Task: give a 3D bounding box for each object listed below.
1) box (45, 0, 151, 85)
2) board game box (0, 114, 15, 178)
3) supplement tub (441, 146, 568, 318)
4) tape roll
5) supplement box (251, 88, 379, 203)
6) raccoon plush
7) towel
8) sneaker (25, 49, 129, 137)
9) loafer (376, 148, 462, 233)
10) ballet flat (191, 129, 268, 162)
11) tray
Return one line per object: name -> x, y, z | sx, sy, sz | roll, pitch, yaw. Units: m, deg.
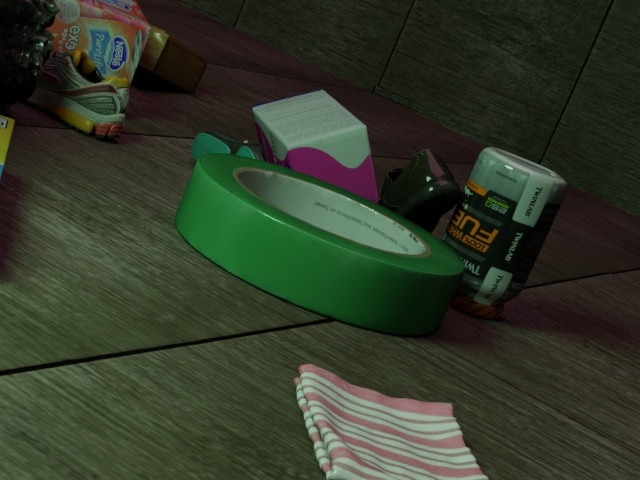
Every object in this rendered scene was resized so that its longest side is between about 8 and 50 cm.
box -> -0.355, -0.301, 1.970 | 0.154, 0.142, 0.300 | 18, 13, -19
board game box -> -0.398, -0.084, 1.156 | 0.242, 0.064, 0.316 | 19, 13, -15
supplement tub -> 0.213, -0.008, 1.614 | 0.117, 0.190, 0.117 | 21, 11, -5
tape roll -> 0.000, 0.000, 1.474 | 0.321, 0.077, 0.321 | 22, 12, -5
supplement box -> -0.009, -0.118, 1.789 | 0.114, 0.111, 0.220 | -16, 22, -12
raccoon plush -> -0.522, -0.273, 1.596 | 0.299, 0.216, 0.446 | 1, 3, -35
towel -> 0.058, 0.156, 1.023 | 0.144, 0.029, 0.197 | 19, 13, -14
sneaker -> -0.341, -0.215, 1.744 | 0.225, 0.092, 0.088 | 26, 13, 17
loafer -> 0.112, -0.052, 1.664 | 0.080, 0.078, 0.220 | -3, -18, -24
ballet flat -> -0.099, -0.095, 1.724 | 0.074, 0.074, 0.203 | 14, 13, -34
tray -> -0.413, -0.386, 2.313 | 0.411, 0.076, 0.203 | 25, 2, 15
